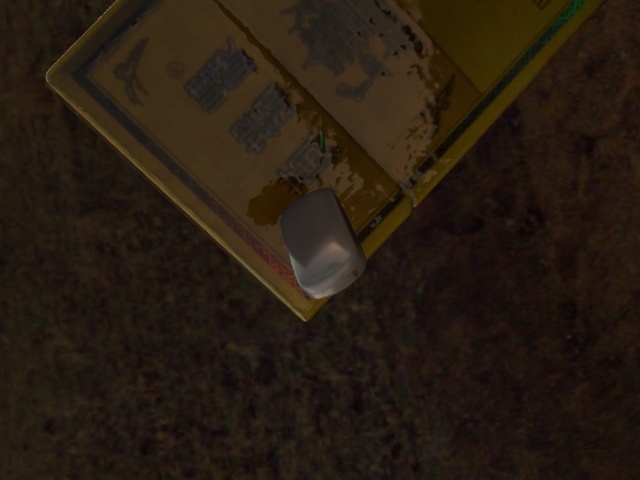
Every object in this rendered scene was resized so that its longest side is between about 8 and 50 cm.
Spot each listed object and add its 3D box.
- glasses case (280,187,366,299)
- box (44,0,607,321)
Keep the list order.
[{"bbox_3d":[0.000,0.000,0.454,0.021,0.032,0.083,58,-175,-28],"label":"glasses case"},{"bbox_3d":[0.019,-0.130,0.547,0.193,0.301,0.084,44,176,-15],"label":"box"}]
